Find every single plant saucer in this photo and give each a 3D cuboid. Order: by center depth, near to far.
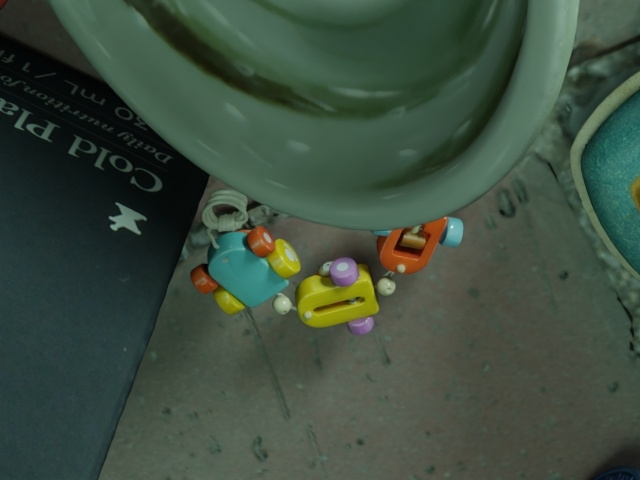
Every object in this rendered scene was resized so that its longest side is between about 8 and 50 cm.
[{"bbox_3d":[-0.023,-0.197,0.723,0.400,0.100,0.400,31,142,27],"label":"plant saucer"}]

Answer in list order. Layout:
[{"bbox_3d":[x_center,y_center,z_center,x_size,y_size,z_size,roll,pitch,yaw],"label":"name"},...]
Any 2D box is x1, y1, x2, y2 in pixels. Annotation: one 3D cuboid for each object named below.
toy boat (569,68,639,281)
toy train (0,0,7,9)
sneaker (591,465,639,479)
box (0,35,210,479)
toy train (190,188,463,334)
[{"bbox_3d":[0.267,-0.076,0.774,0.267,0.148,0.318,9,119,19],"label":"toy boat"},{"bbox_3d":[-0.230,-0.137,0.767,0.105,0.143,0.248,4,88,-27],"label":"toy train"},{"bbox_3d":[0.201,0.254,1.048,0.090,0.081,0.232,23,129,-10],"label":"sneaker"},{"bbox_3d":[-0.355,0.057,0.766,0.480,0.471,0.297,25,122,-9],"label":"box"},{"bbox_3d":[0.000,0.000,0.926,0.166,0.046,0.125,6,129,-12],"label":"toy train"}]
